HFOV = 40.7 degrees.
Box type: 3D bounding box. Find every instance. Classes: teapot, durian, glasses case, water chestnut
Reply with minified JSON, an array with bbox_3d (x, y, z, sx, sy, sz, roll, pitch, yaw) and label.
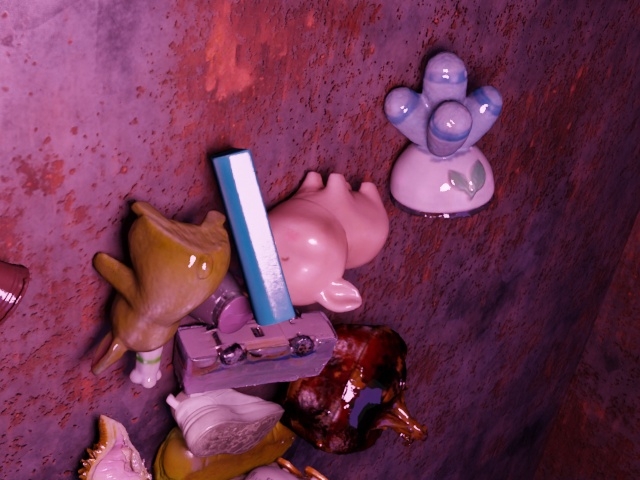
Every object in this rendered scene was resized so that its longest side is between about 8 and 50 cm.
[{"bbox_3d":[-0.185,0.113,1.601,0.116,0.146,0.148,-54,146,-1],"label":"teapot"},{"bbox_3d":[-0.408,0.410,1.658,0.140,0.078,0.224,-16,121,-26],"label":"durian"},{"bbox_3d":[-0.124,-0.007,1.493,0.070,0.117,0.301,-19,102,-14],"label":"glasses case"},{"bbox_3d":[0.093,0.341,1.932,0.335,0.347,0.335,-53,154,-40],"label":"water chestnut"}]

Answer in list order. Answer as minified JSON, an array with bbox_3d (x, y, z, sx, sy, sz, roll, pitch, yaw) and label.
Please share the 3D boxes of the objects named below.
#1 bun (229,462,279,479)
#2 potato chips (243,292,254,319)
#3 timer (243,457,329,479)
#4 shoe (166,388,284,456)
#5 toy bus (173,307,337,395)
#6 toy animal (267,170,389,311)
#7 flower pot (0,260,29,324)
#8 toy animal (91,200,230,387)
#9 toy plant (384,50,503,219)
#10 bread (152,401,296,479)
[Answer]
[{"bbox_3d":[-0.166,0.662,2.076,0.259,0.160,0.259,-31,141,-29],"label":"bun"},{"bbox_3d":[-0.131,0.184,1.801,0.195,0.062,0.208,-18,133,-38],"label":"potato chips"},{"bbox_3d":[-0.090,0.614,1.880,0.240,0.233,0.233,-51,147,-25],"label":"timer"},{"bbox_3d":[-0.206,0.347,1.773,0.124,0.159,0.316,-52,158,9],"label":"shoe"},{"bbox_3d":[-0.129,0.222,1.714,0.317,0.112,0.138,-2,127,-24],"label":"toy bus"},{"bbox_3d":[0.000,0.000,1.687,0.326,0.237,0.269,3,88,-48],"label":"toy animal"},{"bbox_3d":[-0.494,0.063,1.250,0.111,0.111,0.089,-53,130,-3],"label":"flower pot"},{"bbox_3d":[-0.292,0.094,1.463,0.181,0.180,0.363,5,137,-44],"label":"toy animal"},{"bbox_3d":[0.255,-0.233,1.787,0.247,0.247,0.332,-27,130,-33],"label":"toy plant"},{"bbox_3d":[-0.196,0.464,1.913,0.383,0.112,0.166,-1,119,-50],"label":"bread"}]
